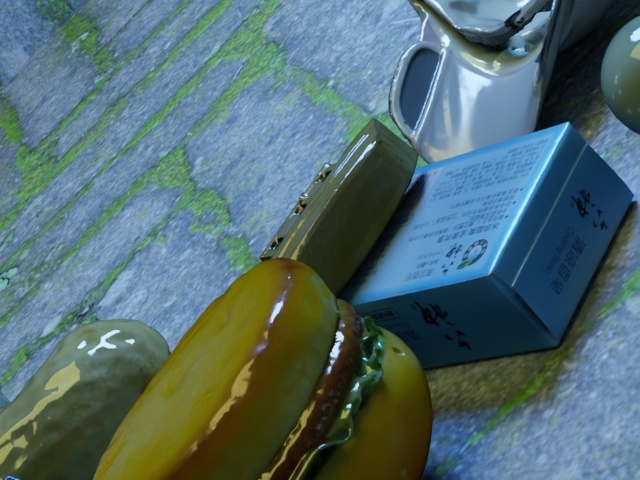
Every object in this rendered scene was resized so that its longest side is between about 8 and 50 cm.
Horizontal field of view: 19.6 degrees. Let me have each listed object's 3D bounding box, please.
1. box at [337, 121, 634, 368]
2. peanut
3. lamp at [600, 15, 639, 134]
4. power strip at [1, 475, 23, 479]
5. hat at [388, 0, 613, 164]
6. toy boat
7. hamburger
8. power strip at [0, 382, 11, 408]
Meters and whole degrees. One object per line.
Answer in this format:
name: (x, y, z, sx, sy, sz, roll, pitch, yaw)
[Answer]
box: (0.098, 0.012, 1.334, 0.232, 0.083, 0.142, -14, 37, 51)
peanut: (-0.250, 0.191, 1.566, 0.319, 0.147, 0.147, -49, 21, -3)
lamp: (0.256, -0.096, 1.254, 0.091, 0.091, 0.163, -44, 35, 4)
power strip: (-0.205, 0.232, 1.455, 0.032, 0.123, 0.056, 92, -160, -52)
hat: (0.176, -0.162, 1.526, 0.219, 0.164, 0.226, -18, 73, 50)
toy boat: (0.000, 0.000, 1.347, 0.200, 0.057, 0.077, -56, 19, -19)
hamburger: (-0.029, 0.141, 1.209, 0.246, 0.170, 0.246, -50, 12, 14)
power strip: (-0.390, 0.261, 1.814, 0.080, 0.048, 0.286, -21, 32, 51)
